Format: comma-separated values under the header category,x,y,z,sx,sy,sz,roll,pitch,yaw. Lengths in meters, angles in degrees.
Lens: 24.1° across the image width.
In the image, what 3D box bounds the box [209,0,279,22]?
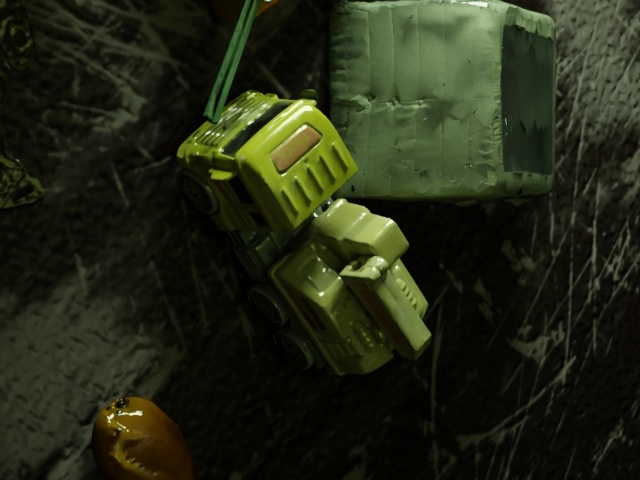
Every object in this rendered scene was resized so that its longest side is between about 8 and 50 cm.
category,x,y,z,sx,sy,sz,roll,pitch,yaw
box,-0.027,-0.322,1.362,0.237,0.070,0.152,-42,115,-29

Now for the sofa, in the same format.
category,x,y,z,sx,sy,sz,roll,pitch,yaw
sofa,0.126,-0.132,1.478,0.225,0.176,0.210,-10,99,-64

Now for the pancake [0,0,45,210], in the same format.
category,x,y,z,sx,sy,sz,roll,pitch,yaw
pancake,-0.272,-0.126,1.221,0.184,0.020,0.190,38,72,-31

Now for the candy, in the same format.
category,x,y,z,sx,sy,sz,roll,pitch,yaw
candy,-0.050,-0.224,1.281,0.073,0.077,0.262,20,89,-56

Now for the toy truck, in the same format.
category,x,y,z,sx,sy,sz,roll,pitch,yaw
toy truck,0.000,0.000,1.341,0.124,0.157,0.272,-43,116,-27

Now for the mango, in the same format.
category,x,y,z,sx,sy,sz,roll,pitch,yaw
mango,-0.153,0.187,1.297,0.077,0.063,0.127,-52,125,-28
